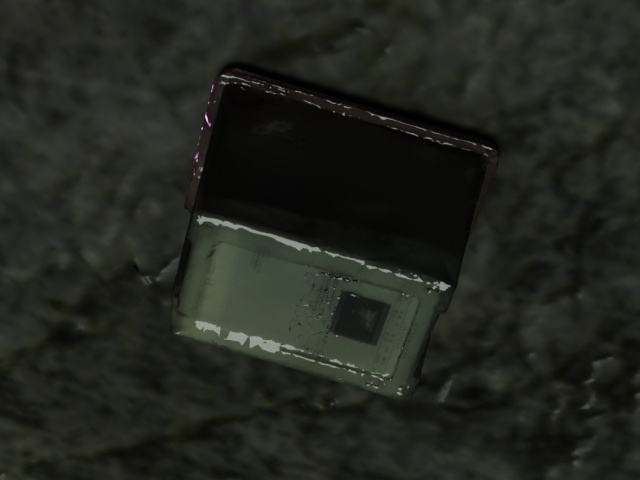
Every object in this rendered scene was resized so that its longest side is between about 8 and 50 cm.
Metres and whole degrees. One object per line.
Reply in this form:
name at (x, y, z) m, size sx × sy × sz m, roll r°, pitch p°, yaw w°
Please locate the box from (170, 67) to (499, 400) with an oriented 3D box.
box at (0.000, 0.000, 0.521) m, size 0.085 × 0.063 × 0.060 m, roll 17°, pitch 133°, yaw -2°
